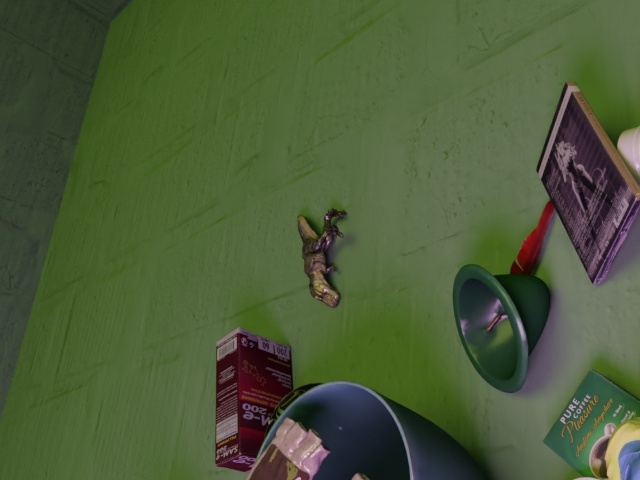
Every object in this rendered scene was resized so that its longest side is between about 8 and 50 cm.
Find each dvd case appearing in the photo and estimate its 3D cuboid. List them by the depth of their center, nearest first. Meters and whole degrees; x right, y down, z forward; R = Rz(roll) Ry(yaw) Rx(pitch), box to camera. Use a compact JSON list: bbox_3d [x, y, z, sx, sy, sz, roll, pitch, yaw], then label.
[{"bbox_3d":[0.348,-0.077,0.976,0.164,0.018,0.221,92,169,-49],"label":"dvd case"}]

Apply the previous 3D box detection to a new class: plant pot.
[{"bbox_3d":[0.082,0.352,0.942,0.293,0.235,0.292,-29,48,38],"label":"plant pot"}]

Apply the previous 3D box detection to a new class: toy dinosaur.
[{"bbox_3d":[0.000,0.000,1.417,0.118,0.064,0.268,-50,34,29],"label":"toy dinosaur"}]

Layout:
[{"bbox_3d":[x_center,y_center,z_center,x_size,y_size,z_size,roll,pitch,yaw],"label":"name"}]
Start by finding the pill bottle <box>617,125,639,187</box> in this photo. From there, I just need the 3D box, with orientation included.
[{"bbox_3d":[0.464,-0.113,0.853,0.215,0.117,0.117,-11,60,48],"label":"pill bottle"}]

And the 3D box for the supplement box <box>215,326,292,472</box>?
[{"bbox_3d":[-0.117,0.289,1.319,0.073,0.130,0.239,-34,46,34],"label":"supplement box"}]

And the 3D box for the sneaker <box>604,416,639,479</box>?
[{"bbox_3d":[0.308,0.294,0.690,0.091,0.126,0.240,-5,89,13],"label":"sneaker"}]

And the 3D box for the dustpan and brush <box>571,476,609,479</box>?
[{"bbox_3d":[0.307,0.293,0.797,0.147,0.060,0.211,32,137,47],"label":"dustpan and brush"}]

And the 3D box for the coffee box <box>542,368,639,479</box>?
[{"bbox_3d":[0.354,0.240,0.837,0.113,0.040,0.184,-61,36,5],"label":"coffee box"}]

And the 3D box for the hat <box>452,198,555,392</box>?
[{"bbox_3d":[0.301,0.083,1.016,0.173,0.184,0.208,-142,38,-60],"label":"hat"}]

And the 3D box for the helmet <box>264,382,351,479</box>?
[{"bbox_3d":[-0.003,0.315,1.135,0.169,0.169,0.161,-55,20,12],"label":"helmet"}]

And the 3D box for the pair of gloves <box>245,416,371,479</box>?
[{"bbox_3d":[-0.024,0.333,0.849,0.240,0.042,0.204,24,85,52],"label":"pair of gloves"}]
